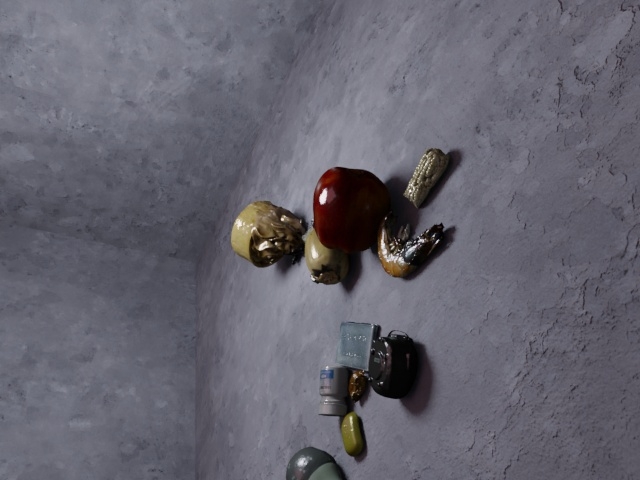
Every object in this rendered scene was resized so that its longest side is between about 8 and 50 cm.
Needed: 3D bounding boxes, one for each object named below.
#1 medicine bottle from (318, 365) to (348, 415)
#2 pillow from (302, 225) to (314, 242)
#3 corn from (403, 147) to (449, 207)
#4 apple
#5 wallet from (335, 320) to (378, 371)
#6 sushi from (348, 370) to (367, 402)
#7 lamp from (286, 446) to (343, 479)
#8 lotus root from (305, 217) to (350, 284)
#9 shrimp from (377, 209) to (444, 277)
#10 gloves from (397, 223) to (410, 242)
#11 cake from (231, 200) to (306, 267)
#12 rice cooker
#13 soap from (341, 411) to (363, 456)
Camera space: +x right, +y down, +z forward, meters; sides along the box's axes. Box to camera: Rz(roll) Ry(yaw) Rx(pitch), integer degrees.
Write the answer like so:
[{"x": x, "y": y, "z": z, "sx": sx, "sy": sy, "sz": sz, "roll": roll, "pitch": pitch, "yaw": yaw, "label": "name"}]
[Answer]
[{"x": 0.046, "y": 0.534, "z": 1.794, "sx": 0.105, "sy": 0.105, "sz": 0.167, "roll": -32, "pitch": 50, "yaw": 55, "label": "medicine bottle"}, {"x": 0.000, "y": 0.000, "z": 2.218, "sx": 0.169, "sy": 0.059, "sz": 0.255, "roll": -59, "pitch": 29, "yaw": 20, "label": "pillow"}, {"x": 0.330, "y": -0.198, "z": 1.622, "sx": 0.210, "sy": 0.087, "sz": 0.087, "roll": -61, "pitch": 29, "yaw": 27, "label": "corn"}, {"x": 0.105, "y": -0.117, "z": 1.815, "sx": 0.288, "sy": 0.289, "sz": 0.316, "roll": -122, "pitch": 38, "yaw": -56, "label": "apple"}, {"x": 0.126, "y": 0.373, "z": 1.795, "sx": 0.222, "sy": 0.036, "sz": 0.167, "roll": -11, "pitch": 68, "yaw": 62, "label": "wallet"}, {"x": 0.129, "y": 0.491, "z": 1.713, "sx": 0.060, "sy": 0.062, "sz": 0.117, "roll": 29, "pitch": 124, "yaw": 55, "label": "sushi"}, {"x": 0.007, "y": 0.799, "z": 1.658, "sx": 0.314, "sy": 0.182, "sz": 0.181, "roll": 4, "pitch": 81, "yaw": 60, "label": "lamp"}, {"x": 0.021, "y": 0.030, "z": 2.009, "sx": 0.182, "sy": 0.183, "sz": 0.309, "roll": -52, "pitch": 36, "yaw": 40, "label": "lotus root"}, {"x": 0.277, "y": -0.015, "z": 1.619, "sx": 0.290, "sy": 0.054, "sz": 0.222, "roll": -42, "pitch": 57, "yaw": 46, "label": "shrimp"}, {"x": 0.276, "y": -0.019, "z": 1.690, "sx": 0.044, "sy": 0.037, "sz": 0.080, "roll": 36, "pitch": 110, "yaw": 31, "label": "gloves"}, {"x": -0.216, "y": -0.005, "z": 2.435, "sx": 0.321, "sy": 0.332, "sz": 0.332, "roll": 25, "pitch": 101, "yaw": 33, "label": "cake"}, {"x": 0.216, "y": 0.372, "z": 1.519, "sx": 0.142, "sy": 0.119, "sz": 0.202, "roll": -5, "pitch": 76, "yaw": 63, "label": "rice cooker"}, {"x": 0.104, "y": 0.646, "z": 1.688, "sx": 0.089, "sy": 0.045, "sz": 0.140, "roll": -50, "pitch": 36, "yaw": 36, "label": "soap"}]
